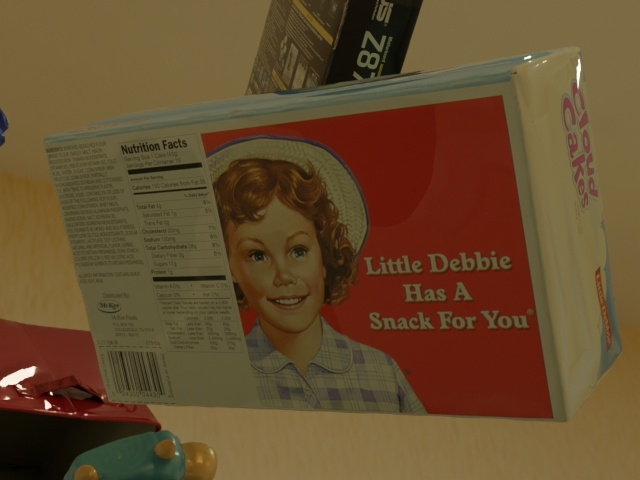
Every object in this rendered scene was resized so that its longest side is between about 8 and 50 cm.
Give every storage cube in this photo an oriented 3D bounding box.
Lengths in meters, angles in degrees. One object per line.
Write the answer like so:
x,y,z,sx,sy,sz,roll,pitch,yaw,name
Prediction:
-0.301,0.199,1.048,0.184,0.193,0.215,14,-74,-38,storage cube

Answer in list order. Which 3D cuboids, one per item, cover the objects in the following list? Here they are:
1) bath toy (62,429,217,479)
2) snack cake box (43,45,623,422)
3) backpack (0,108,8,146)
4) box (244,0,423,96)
-0.078,0.299,0.715,0.151,0.348,0.129,-7,-46,-21,bath toy
0.000,0.000,0.522,0.264,0.089,0.152,-3,-76,32,snack cake box
-0.501,-0.176,1.456,0.098,0.101,0.120,-2,-49,31,backpack
0.004,-0.251,1.339,0.097,0.395,0.318,9,-68,-16,box
